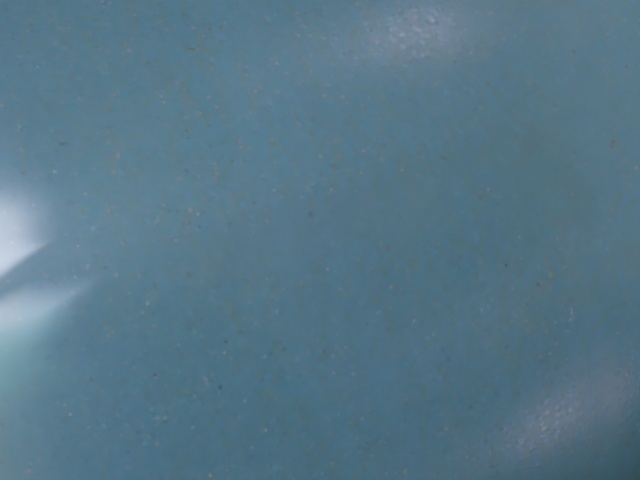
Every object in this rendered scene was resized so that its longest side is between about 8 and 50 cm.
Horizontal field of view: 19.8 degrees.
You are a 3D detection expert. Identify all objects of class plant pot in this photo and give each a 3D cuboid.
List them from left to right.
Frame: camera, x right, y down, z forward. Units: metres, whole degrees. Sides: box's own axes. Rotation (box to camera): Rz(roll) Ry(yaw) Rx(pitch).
[{"bbox_3d":[0.000,0.000,0.561,0.235,0.293,0.293,-20,77,-11],"label":"plant pot"}]
